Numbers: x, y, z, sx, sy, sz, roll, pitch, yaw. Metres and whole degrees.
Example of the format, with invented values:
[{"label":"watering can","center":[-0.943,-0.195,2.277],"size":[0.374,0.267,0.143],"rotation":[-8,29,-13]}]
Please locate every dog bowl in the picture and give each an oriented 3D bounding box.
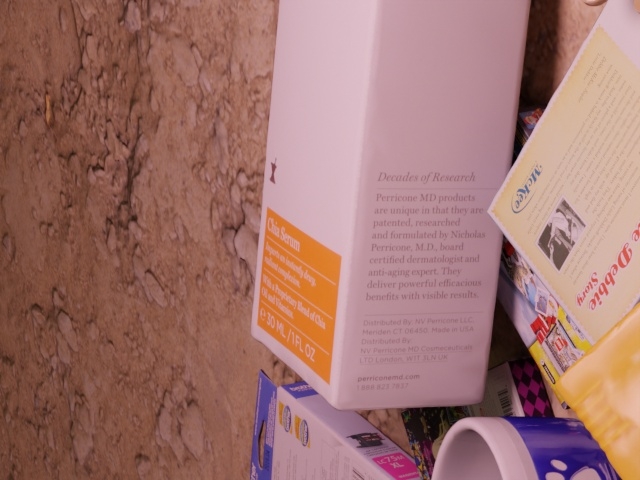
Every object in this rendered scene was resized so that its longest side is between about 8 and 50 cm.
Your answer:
[{"label":"dog bowl","center":[0.178,0.285,1.588],"size":[0.265,0.104,0.265],"rotation":[180,90,-76]}]

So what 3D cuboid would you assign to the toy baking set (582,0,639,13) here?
[{"label":"toy baking set","center":[0.301,-0.223,1.372],"size":[0.197,0.030,0.256],"rotation":[-51,51,13]}]

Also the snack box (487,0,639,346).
[{"label":"snack box","center":[0.270,-0.082,1.475],"size":[0.187,0.060,0.322],"rotation":[56,133,36]}]

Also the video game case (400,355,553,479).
[{"label":"video game case","center":[0.176,0.251,1.799],"size":[0.210,0.041,0.232],"rotation":[-35,68,56]}]

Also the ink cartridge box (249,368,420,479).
[{"label":"ink cartridge box","center":[0.020,0.284,2.059],"size":[0.311,0.065,0.186],"rotation":[33,126,49]}]

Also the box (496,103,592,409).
[{"label":"box","center":[0.215,0.014,1.660],"size":[0.233,0.044,0.159],"rotation":[62,145,29]}]

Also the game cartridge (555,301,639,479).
[{"label":"game cartridge","center":[0.358,0.134,1.288],"size":[0.285,0.052,0.324],"rotation":[-47,62,20]}]

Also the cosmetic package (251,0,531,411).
[{"label":"cosmetic package","center":[0.062,-0.091,1.705],"size":[0.230,0.161,0.453],"rotation":[-147,60,-63]}]
